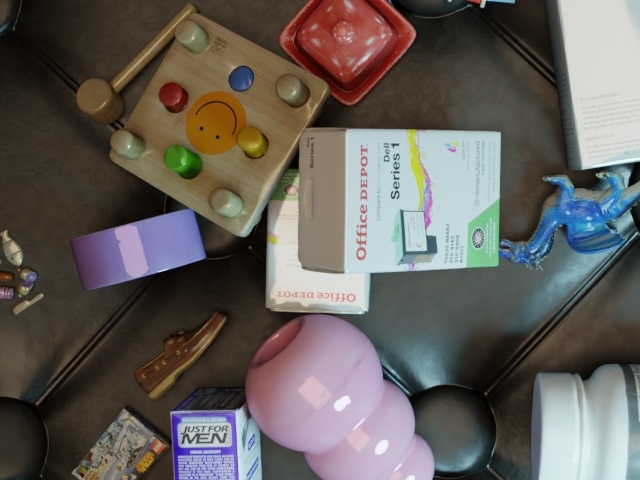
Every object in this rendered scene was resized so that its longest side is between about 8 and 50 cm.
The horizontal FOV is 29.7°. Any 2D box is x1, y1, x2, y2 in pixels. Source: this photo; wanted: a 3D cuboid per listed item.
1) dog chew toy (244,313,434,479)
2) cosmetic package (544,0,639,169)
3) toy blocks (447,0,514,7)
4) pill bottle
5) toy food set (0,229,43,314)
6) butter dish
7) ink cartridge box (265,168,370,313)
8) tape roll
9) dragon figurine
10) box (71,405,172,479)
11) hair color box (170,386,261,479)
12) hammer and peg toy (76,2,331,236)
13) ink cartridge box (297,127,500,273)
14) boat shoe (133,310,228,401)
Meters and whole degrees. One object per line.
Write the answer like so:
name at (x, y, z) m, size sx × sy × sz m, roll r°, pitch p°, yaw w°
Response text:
dog chew toy at (0.043, 0.267, 1.780) m, size 0.207 × 0.206 × 0.332 m, roll -40°, pitch 104°, yaw 6°
cosmetic package at (0.431, -0.294, 1.723) m, size 0.197 × 0.155 × 0.365 m, roll -7°, pitch 92°, yaw 5°
toy blocks at (0.222, -0.410, 1.784) m, size 0.148 × 0.054 × 0.123 m, roll 10°, pitch 93°, yaw 3°
pill bottle at (0.491, 0.282, 1.733) m, size 0.361 × 0.204 × 0.204 m, roll 1°, pitch 94°, yaw 5°
toy food set at (-0.492, 0.052, 1.894) m, size 0.078 × 0.019 × 0.122 m, roll -33°, pitch 91°, yaw 6°
butter dish at (0.036, -0.302, 1.775) m, size 0.160 × 0.118 × 0.160 m, roll 43°, pitch 97°, yaw 1°
ink cartridge box at (0.000, 0.000, 1.812) m, size 0.154 × 0.093 × 0.212 m, roll 2°, pitch 91°, yaw 5°
tape roll at (-0.270, 0.012, 1.787) m, size 0.189 × 0.189 × 0.080 m, roll -15°, pitch 93°, yaw 6°
dragon figurine at (0.403, -0.029, 1.777) m, size 0.289 × 0.085 × 0.144 m, roll -4°, pitch 96°, yaw 10°
box at (-0.311, 0.341, 1.894) m, size 0.094 × 0.027 × 0.137 m, roll 40°, pitch 96°, yaw 3°
hair color box at (-0.149, 0.401, 1.805) m, size 0.110 × 0.185 × 0.338 m, roll -1°, pitch 93°, yaw 6°
hammer and peg toy at (-0.188, -0.201, 1.754) m, size 0.361 × 0.127 × 0.266 m, roll 31°, pitch 91°, yaw 20°
ink cartridge box at (0.115, -0.059, 1.716) m, size 0.278 × 0.117 × 0.201 m, roll -2°, pitch 95°, yaw -33°
boat shoe at (-0.216, 0.170, 1.856) m, size 0.060 × 0.064 × 0.178 m, roll 45°, pitch 99°, yaw -1°
